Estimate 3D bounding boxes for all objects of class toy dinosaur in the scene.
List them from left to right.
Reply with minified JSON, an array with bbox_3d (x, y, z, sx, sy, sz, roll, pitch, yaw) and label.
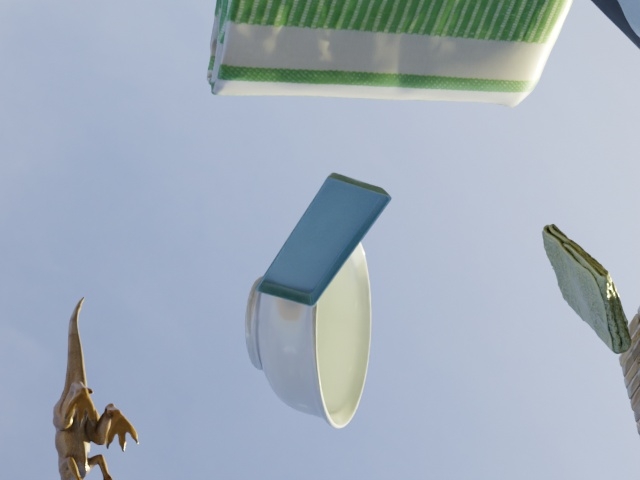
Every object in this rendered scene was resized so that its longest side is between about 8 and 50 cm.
[{"bbox_3d":[-0.203,0.141,1.086,0.064,0.112,0.211,6,-104,-32],"label":"toy dinosaur"}]

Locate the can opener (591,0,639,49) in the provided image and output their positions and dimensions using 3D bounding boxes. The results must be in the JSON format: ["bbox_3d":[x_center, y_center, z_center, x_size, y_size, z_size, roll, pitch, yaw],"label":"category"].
[{"bbox_3d":[0.223,-0.214,1.018,0.280,0.093,0.074,38,-105,-16],"label":"can opener"}]

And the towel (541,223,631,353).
[{"bbox_3d":[0.284,0.052,1.400,0.110,0.027,0.148,50,173,44],"label":"towel"}]

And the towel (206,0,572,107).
[{"bbox_3d":[0.064,-0.237,0.763,0.248,0.325,0.038,0,-155,-23],"label":"towel"}]

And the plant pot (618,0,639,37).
[{"bbox_3d":[0.263,-0.188,0.628,0.247,0.248,0.252,51,-166,-36],"label":"plant pot"}]

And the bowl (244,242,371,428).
[{"bbox_3d":[-0.026,0.123,1.915,0.134,0.298,0.298,0,-149,16],"label":"bowl"}]

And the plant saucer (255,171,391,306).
[{"bbox_3d":[0.000,0.000,1.281,0.067,0.192,0.018,17,-131,-16],"label":"plant saucer"}]

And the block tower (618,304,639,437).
[{"bbox_3d":[0.393,0.207,1.349,0.097,0.091,0.335,12,-141,-9],"label":"block tower"}]
